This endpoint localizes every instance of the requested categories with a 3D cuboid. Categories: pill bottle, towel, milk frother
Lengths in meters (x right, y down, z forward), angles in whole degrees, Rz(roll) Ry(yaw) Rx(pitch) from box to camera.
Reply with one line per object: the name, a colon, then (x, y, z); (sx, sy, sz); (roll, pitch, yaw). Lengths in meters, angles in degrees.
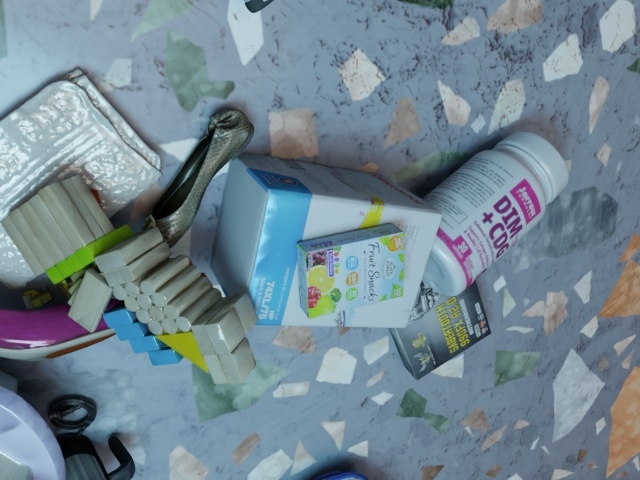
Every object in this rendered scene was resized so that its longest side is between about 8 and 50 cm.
pill bottle: (0.273, -0.052, 1.007); (0.283, 0.160, 0.160); (-40, 123, -13)
towel: (-0.368, -0.075, 0.789); (0.282, 0.049, 0.187); (-40, 122, -2)
milk frother: (-0.375, 0.337, 0.918); (0.129, 0.135, 0.143); (-40, 125, -20)

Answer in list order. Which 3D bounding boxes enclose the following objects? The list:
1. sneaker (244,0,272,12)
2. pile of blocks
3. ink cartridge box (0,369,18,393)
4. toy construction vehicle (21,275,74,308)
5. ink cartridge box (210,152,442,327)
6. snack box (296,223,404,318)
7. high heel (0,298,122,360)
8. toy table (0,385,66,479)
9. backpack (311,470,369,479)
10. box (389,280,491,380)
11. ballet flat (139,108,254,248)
sneaker: (-0.056, -0.436, 0.742); (0.145, 0.090, 0.270); (34, 93, -31)
pile of blocks: (-0.230, 0.054, 0.772); (0.362, 0.112, 0.149); (38, 119, 2)
ink cartridge box: (-0.565, 0.256, 0.824); (0.219, 0.092, 0.160); (-47, 122, 1)
toy construction vehicle: (-0.378, 0.097, 0.869); (0.098, 0.035, 0.085); (-13, 117, -18)
ink cartridge box: (0.000, 0.000, 0.897); (0.270, 0.198, 0.197); (5, 110, -25)
snack box: (0.042, 0.040, 0.794); (0.141, 0.037, 0.100); (-11, 118, -19)
high heel: (-0.424, 0.075, 0.776); (0.377, 0.127, 0.181); (-9, 77, -39)
toy table: (-0.431, 0.328, 0.733); (0.252, 0.161, 0.274); (-8, 118, 5)
backpack: (0.038, 0.585, 1.173); (0.277, 0.213, 0.263); (-30, 129, -16)
box: (0.215, 0.132, 1.135); (0.183, 0.056, 0.231); (-30, 121, -10)
ballet flat: (-0.187, -0.085, 0.842); (0.250, 0.084, 0.058); (-52, 138, -1)
